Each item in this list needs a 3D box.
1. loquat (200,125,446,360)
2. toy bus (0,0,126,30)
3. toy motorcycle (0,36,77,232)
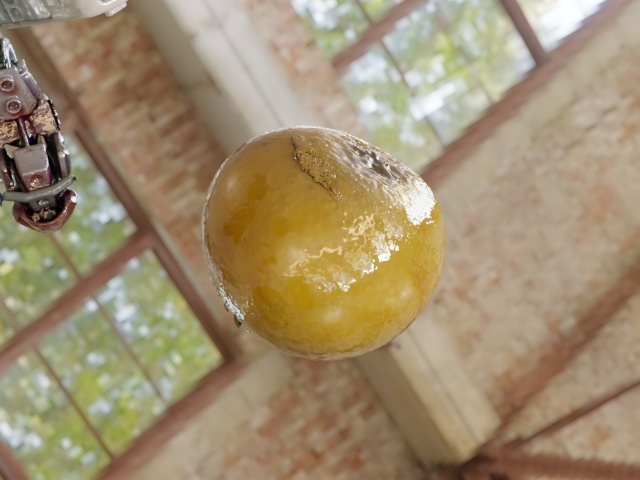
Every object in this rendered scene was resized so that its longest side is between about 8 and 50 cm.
[{"bbox_3d":[0.000,0.000,2.091,0.263,0.263,0.263,-28,-160,11],"label":"loquat"},{"bbox_3d":[-0.269,-0.224,1.561,0.343,0.097,0.138,-1,-148,40],"label":"toy bus"},{"bbox_3d":[-0.295,-0.093,1.972,0.082,0.213,0.122,-17,-145,-6],"label":"toy motorcycle"}]
